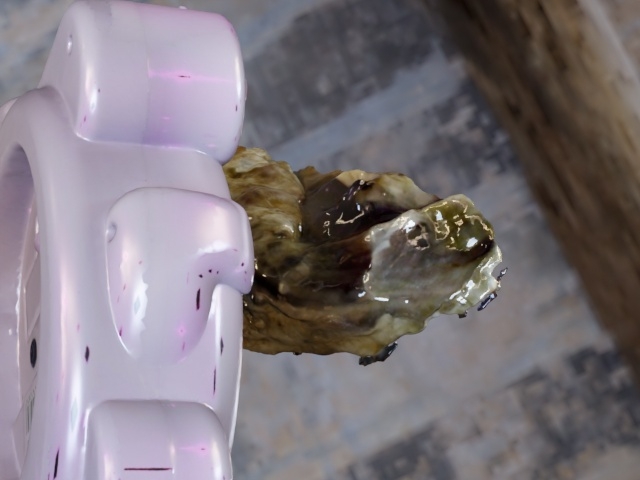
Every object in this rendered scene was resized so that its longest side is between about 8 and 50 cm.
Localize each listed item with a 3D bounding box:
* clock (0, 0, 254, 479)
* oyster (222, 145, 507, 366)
[{"bbox_3d":[-0.122,0.059,1.055,0.113,0.322,0.295,4,148,-19],"label":"clock"},{"bbox_3d":[0.000,-0.007,1.294,0.294,0.166,0.094,-2,141,39],"label":"oyster"}]
